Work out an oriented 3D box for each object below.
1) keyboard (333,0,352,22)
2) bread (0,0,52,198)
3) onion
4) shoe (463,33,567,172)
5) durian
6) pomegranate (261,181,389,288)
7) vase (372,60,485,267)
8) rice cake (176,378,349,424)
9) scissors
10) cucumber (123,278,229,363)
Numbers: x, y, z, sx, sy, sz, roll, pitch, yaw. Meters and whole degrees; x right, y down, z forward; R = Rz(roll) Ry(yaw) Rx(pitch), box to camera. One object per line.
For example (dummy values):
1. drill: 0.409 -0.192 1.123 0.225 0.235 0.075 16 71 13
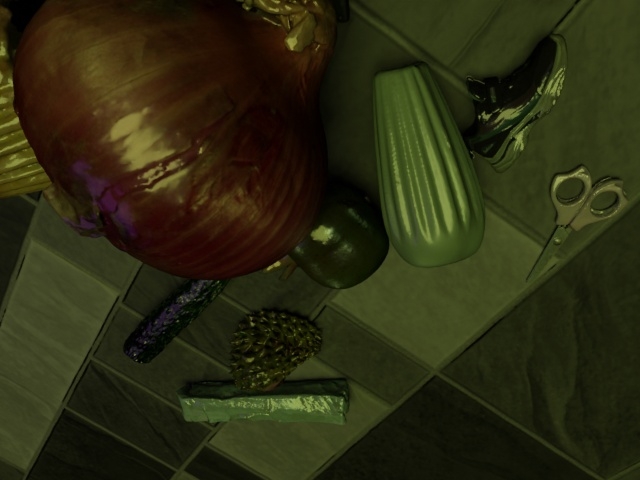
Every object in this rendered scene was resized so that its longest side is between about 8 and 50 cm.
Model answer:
1. keyboard: -0.019 -0.328 0.547 0.103 0.041 0.381 9 127 20
2. bread: -0.402 -0.182 0.609 0.149 0.274 0.274 -28 117 -23
3. onion: -0.150 -0.126 0.532 0.353 0.354 0.354 5 119 9
4. shoe: 0.217 -0.169 0.589 0.099 0.071 0.169 22 124 2
5. durian: -0.095 0.191 0.824 0.186 0.108 0.119 -19 113 21
6. pomegranate: 0.000 0.000 0.701 0.152 0.131 0.191 44 140 -19
7. vase: 0.127 -0.094 0.619 0.128 0.128 0.248 -12 106 18
8. rice cake: -0.111 0.300 0.916 0.336 0.063 0.066 -5 109 16
9. scissors: 0.335 -0.011 0.681 0.100 0.015 0.189 20 122 2
10. cucumber: -0.237 0.115 0.840 0.067 0.067 0.293 42 117 -12
